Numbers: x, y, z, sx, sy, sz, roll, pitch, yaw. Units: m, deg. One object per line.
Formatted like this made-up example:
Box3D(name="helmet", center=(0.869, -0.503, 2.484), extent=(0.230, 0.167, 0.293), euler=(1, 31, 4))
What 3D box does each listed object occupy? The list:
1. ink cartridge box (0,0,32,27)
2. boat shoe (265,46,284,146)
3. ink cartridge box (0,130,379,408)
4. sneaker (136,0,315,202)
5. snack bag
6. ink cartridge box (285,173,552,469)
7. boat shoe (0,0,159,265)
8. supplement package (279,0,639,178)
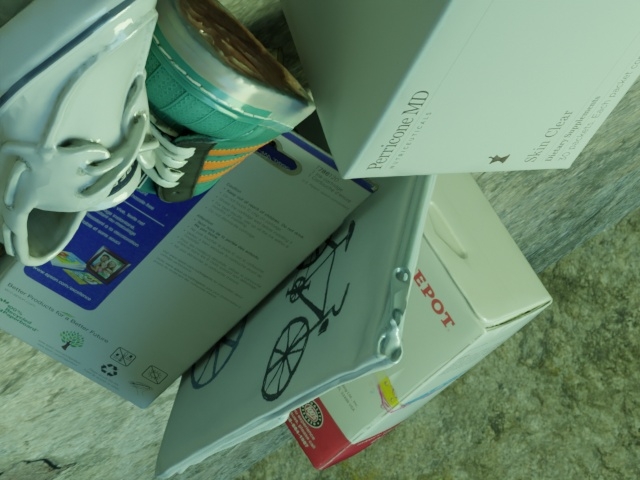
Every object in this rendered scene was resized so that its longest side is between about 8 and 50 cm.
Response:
Box3D(name="ink cartridge box", center=(-0.200, -0.099, 0.964), extent=(0.308, 0.091, 0.385), euler=(-40, -178, 28))
Box3D(name="boat shoe", center=(-0.065, -0.095, 1.276), extent=(0.060, 0.064, 0.178), euler=(1, 158, -7))
Box3D(name="ink cartridge box", center=(-0.110, -0.008, 1.245), extent=(0.332, 0.165, 0.065), euler=(-41, -157, 40))
Box3D(name="sneaker", center=(-0.079, -0.072, 0.951), extent=(0.121, 0.108, 0.302), euler=(-44, -179, 4))
Box3D(name="snack bag", center=(0.000, 0.000, 1.264), extent=(0.342, 0.037, 0.323), euler=(-34, -146, 51))
Box3D(name="ink cartridge box", center=(0.057, 0.064, 1.742), extent=(0.131, 0.226, 0.306), euler=(-18, 161, -48))
Box3D(name="boat shoe", center=(-0.114, -0.056, 0.789), extent=(0.095, 0.084, 0.258), euler=(-41, -179, -25))
Box3D(name="supplement package", center=(0.088, -0.187, 0.838), extent=(0.145, 0.204, 0.262), euler=(-4, 148, -25))
